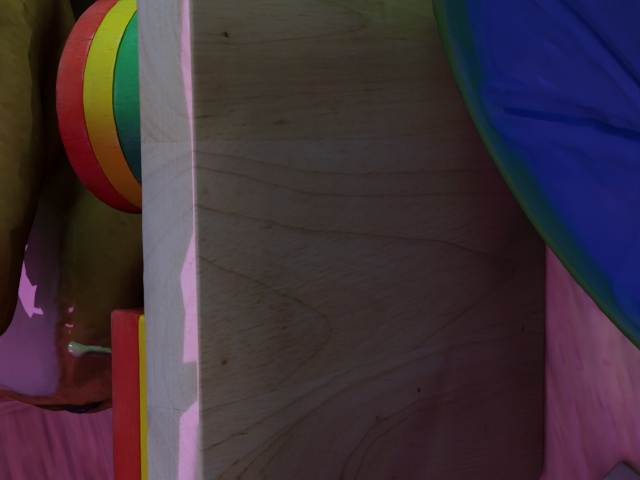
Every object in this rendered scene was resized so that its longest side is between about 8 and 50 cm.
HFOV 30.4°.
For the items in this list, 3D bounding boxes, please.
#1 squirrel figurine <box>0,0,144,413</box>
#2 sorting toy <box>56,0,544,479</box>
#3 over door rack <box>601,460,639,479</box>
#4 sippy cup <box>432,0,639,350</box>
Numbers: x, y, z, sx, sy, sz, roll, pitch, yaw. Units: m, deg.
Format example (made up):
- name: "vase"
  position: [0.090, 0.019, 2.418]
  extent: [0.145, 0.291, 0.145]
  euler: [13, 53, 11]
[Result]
- name: "squirrel figurine"
  position: [-0.181, -0.107, 0.558]
  extent: [0.281, 0.370, 0.397]
  euler: [-24, 55, 28]
- name: "sorting toy"
  position: [0.000, 0.000, 0.495]
  extent: [0.089, 0.257, 0.255]
  euler: [3, 96, 36]
- name: "over door rack"
  position: [0.133, 0.301, 0.534]
  extent: [0.239, 0.108, 0.324]
  euler: [37, 110, 19]
- name: "sippy cup"
  position: [0.192, -0.078, 0.388]
  extent: [0.224, 0.240, 0.305]
  euler: [-35, 66, -10]
